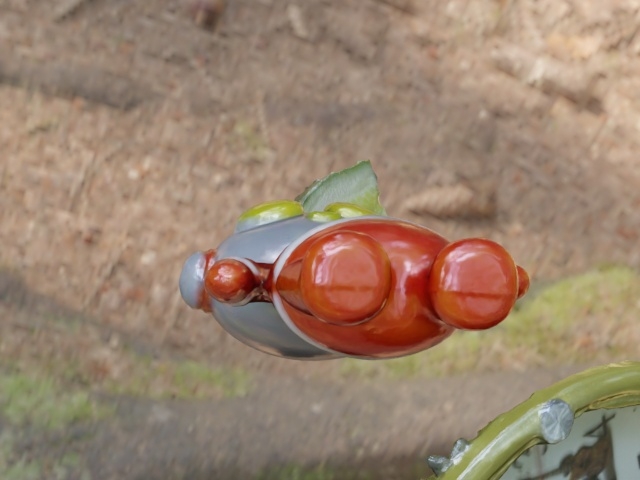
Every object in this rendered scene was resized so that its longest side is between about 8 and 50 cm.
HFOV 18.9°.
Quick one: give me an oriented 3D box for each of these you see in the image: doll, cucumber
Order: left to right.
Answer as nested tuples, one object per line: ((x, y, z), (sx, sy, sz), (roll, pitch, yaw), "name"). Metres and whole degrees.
((0.000, 0.000, 1.042), (0.107, 0.035, 0.067), (-26, 102, -57), "cucumber")
((0.008, 0.020, 0.865), (0.142, 0.245, 0.076), (4, 90, -13), "doll")

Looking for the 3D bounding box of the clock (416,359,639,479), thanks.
((0.097, 0.155, 0.835), (0.237, 0.237, 0.057), (-21, 31, -32), "clock")
